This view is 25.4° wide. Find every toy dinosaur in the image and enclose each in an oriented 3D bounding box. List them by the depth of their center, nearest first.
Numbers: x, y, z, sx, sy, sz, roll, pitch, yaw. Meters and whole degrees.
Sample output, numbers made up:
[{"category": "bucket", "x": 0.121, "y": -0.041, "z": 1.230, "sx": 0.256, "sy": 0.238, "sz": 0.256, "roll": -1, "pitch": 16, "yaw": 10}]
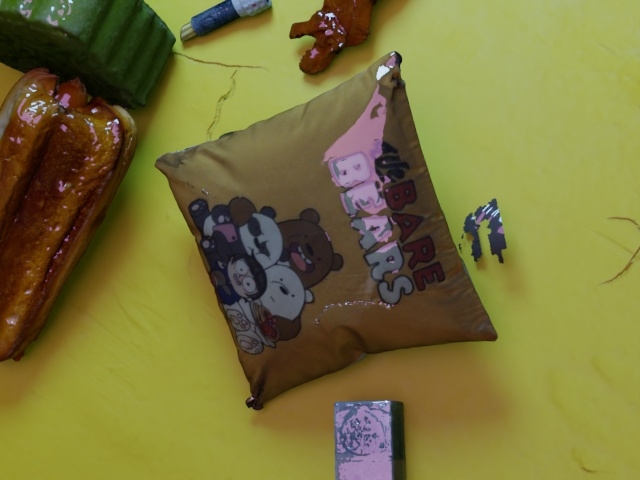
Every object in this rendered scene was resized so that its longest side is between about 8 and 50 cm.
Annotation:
[{"category": "toy dinosaur", "x": 0.077, "y": -0.388, "z": 1.569, "sx": 0.208, "sy": 0.097, "sz": 0.432, "roll": 42, "pitch": 98, "yaw": 3}]

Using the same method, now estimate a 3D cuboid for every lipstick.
[{"category": "lipstick", "x": 0.055, "y": 0.328, "z": 1.490, "sx": 0.066, "sy": 0.068, "sz": 0.317, "roll": -3, "pitch": 81, "yaw": 14}, {"category": "lipstick", "x": -0.115, "y": -0.261, "z": 1.638, "sx": 0.116, "sy": 0.037, "sz": 0.037, "roll": -22, "pitch": 77, "yaw": 16}]

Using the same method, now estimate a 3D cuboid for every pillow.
[{"category": "pillow", "x": 0.000, "y": 0.000, "z": 1.493, "sx": 0.312, "sy": 0.119, "sz": 0.310, "roll": -19, "pitch": 92, "yaw": 25}]

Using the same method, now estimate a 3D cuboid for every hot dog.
[{"category": "hot dog", "x": -0.328, "y": -0.026, "z": 1.611, "sx": 0.158, "sy": 0.117, "sz": 0.349, "roll": 28, "pitch": 106, "yaw": 1}]

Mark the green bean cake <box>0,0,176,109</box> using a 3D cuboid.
[{"category": "green bean cake", "x": -0.308, "y": -0.254, "z": 1.594, "sx": 0.248, "sy": 0.222, "sz": 0.125, "roll": 22, "pitch": 82, "yaw": 23}]

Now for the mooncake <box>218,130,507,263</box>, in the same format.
[{"category": "mooncake", "x": 0.042, "y": -0.050, "z": 1.560, "sx": 0.347, "sy": 0.057, "sz": 0.150, "roll": 0, "pitch": 103, "yaw": 23}]
